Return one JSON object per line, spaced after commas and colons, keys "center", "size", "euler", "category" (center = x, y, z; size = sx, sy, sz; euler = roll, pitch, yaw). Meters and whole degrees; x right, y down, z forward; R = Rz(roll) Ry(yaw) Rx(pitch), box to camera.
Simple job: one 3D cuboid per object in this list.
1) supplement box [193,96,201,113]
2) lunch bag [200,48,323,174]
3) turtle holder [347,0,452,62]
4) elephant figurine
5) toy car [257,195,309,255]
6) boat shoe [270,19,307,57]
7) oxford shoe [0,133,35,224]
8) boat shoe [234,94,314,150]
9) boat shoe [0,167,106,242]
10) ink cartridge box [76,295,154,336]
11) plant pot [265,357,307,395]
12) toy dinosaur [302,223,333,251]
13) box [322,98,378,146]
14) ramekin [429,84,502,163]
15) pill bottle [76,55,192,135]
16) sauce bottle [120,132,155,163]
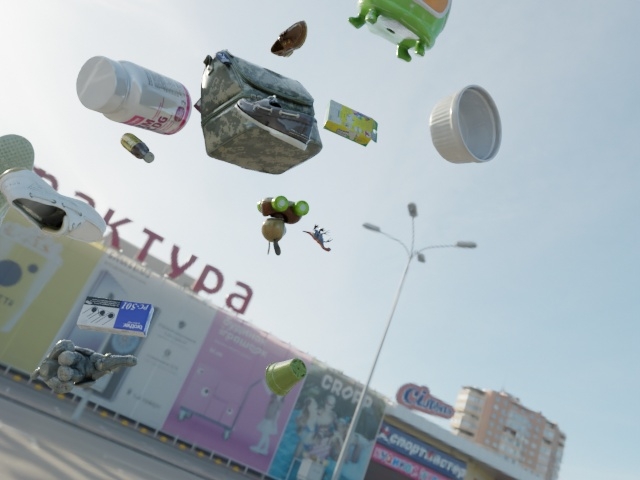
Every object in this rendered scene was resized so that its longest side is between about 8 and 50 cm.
{"center": [-0.339, -0.451, 1.926], "size": [0.081, 0.104, 0.188], "euler": [46, 8, 15], "category": "supplement box"}
{"center": [-0.163, -0.340, 1.467], "size": [0.212, 0.256, 0.305], "euler": [-26, -21, 38], "category": "lunch bag"}
{"center": [0.233, -0.636, 1.521], "size": [0.243, 0.228, 0.320], "euler": [30, 7, 4], "category": "turtle holder"}
{"center": [-0.758, 0.413, 1.804], "size": [0.186, 0.170, 0.239], "euler": [30, 8, 31], "category": "elephant figurine"}
{"center": [-0.135, -0.042, 1.833], "size": [0.148, 0.189, 0.155], "euler": [11, -6, -27], "category": "toy car"}
{"center": [-0.098, -0.621, 1.729], "size": [0.060, 0.064, 0.178], "euler": [-13, -4, -32], "category": "boat shoe"}
{"center": [-1.037, -0.127, 1.729], "size": [0.169, 0.450, 0.130], "euler": [26, -13, -28], "category": "oxford shoe"}
{"center": [-0.084, -0.233, 1.041], "size": [0.075, 0.065, 0.206], "euler": [16, 17, -49], "category": "boat shoe"}
{"center": [-0.580, -0.048, 1.226], "size": [0.277, 0.098, 0.096], "euler": [44, 16, -56], "category": "boat shoe"}
{"center": [-0.634, 0.236, 1.730], "size": [0.206, 0.097, 0.046], "euler": [7, -33, 1], "category": "ink cartridge box"}
{"center": [-0.075, 0.318, 1.332], "size": [0.083, 0.083, 0.079], "euler": [35, -51, -25], "category": "plant pot"}
{"center": [0.000, 0.000, 1.440], "size": [0.090, 0.082, 0.047], "euler": [-23, -44, 27], "category": "toy dinosaur"}
{"center": [0.099, -0.367, 1.765], "size": [0.179, 0.105, 0.043], "euler": [20, -38, -15], "category": "box"}
{"center": [0.385, -0.303, 1.500], "size": [0.207, 0.207, 0.109], "euler": [38, -28, -31], "category": "ramekin"}
{"center": [-0.489, -0.382, 1.481], "size": [0.160, 0.161, 0.283], "euler": [12, 5, 25], "category": "pill bottle"}
{"center": [-0.420, -0.212, 1.287], "size": [0.128, 0.042, 0.042], "euler": [33, -12, 40], "category": "sauce bottle"}
